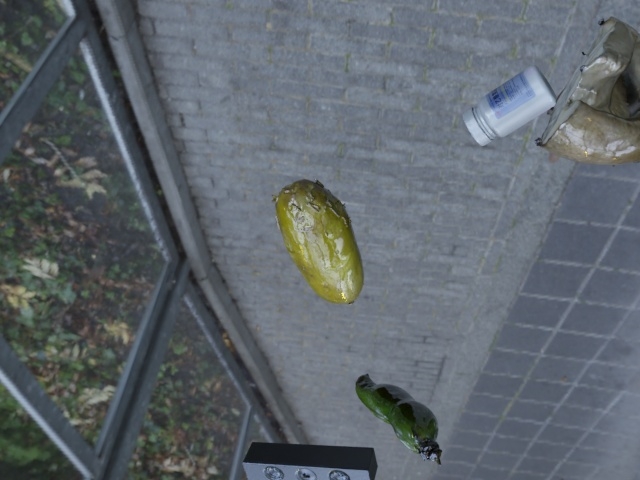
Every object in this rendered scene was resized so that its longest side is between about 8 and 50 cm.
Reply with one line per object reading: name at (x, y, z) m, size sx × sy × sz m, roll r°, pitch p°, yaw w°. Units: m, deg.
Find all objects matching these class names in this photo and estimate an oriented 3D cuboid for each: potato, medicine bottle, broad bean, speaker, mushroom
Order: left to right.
speaker at (-0.016, 0.326, 0.957) m, size 0.191 × 0.046 × 0.040 m, roll -4°, pitch 119°, yaw 18°
potato at (0.000, 0.000, 1.368) m, size 0.140 × 0.173 × 0.300 m, roll -33°, pitch 124°, yaw -13°
broad bean at (0.138, 0.295, 1.129) m, size 0.077 × 0.339 × 0.061 m, roll -17°, pitch 99°, yaw -14°
medicine bottle at (0.417, -0.295, 1.456) m, size 0.186 × 0.103 × 0.102 m, roll -31°, pitch 127°, yaw 27°
mushroom at (0.401, -0.185, 0.878) m, size 0.151 × 0.286 × 0.156 m, roll 30°, pitch 144°, yaw 7°
